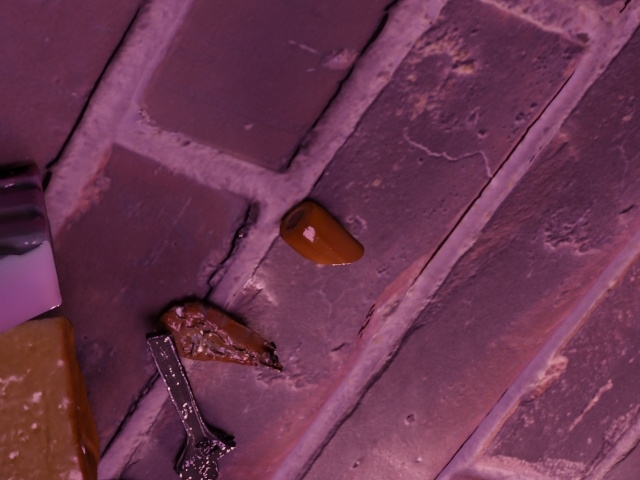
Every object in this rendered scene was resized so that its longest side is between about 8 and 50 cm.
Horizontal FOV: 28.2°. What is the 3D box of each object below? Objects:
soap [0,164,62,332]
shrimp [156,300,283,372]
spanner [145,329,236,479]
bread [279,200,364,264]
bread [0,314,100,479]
[{"bbox_3d":[-0.438,0.033,1.318,0.324,0.193,0.109,-9,129,-12],"label":"soap"},{"bbox_3d":[-0.122,0.126,1.605,0.184,0.043,0.091,22,125,-24],"label":"shrimp"},{"bbox_3d":[-0.175,0.219,1.651,0.093,0.026,0.325,-19,136,-5],"label":"spanner"},{"bbox_3d":[0.000,0.001,1.538,0.062,0.049,0.103,-38,127,12],"label":"bread"},{"bbox_3d":[-0.384,0.218,1.502,0.233,0.362,0.245,-8,90,-8],"label":"bread"}]
